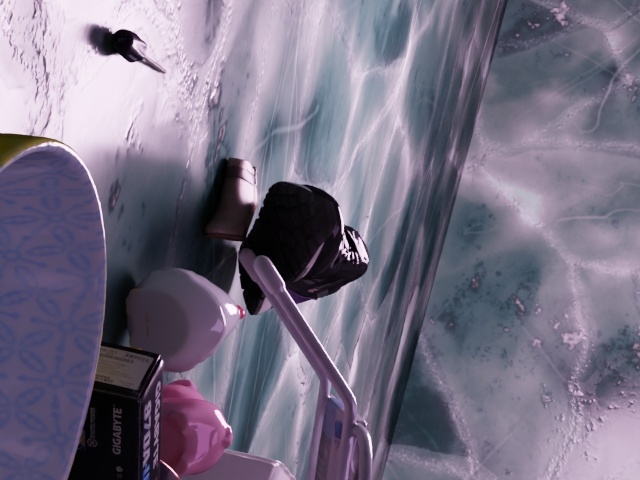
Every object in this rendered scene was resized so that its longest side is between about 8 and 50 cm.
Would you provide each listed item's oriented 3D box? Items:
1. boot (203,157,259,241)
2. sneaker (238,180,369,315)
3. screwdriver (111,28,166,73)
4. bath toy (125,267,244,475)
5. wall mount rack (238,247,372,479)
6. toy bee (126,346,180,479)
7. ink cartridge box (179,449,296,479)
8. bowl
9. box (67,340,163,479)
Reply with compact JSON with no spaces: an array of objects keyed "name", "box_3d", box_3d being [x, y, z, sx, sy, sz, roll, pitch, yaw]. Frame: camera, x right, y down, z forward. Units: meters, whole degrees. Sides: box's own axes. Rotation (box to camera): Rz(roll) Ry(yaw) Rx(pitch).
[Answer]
[{"name":"boot","box_3d":[-0.093,-0.043,1.775,0.118,0.042,0.087,11,85,-80]},{"name":"sneaker","box_3d":[0.000,0.000,1.819,0.283,0.124,0.107,136,-55,-69]},{"name":"screwdriver","box_3d":[-0.151,-0.152,1.427,0.025,0.024,0.170,-47,173,-2]},{"name":"bath toy","box_3d":[-0.133,0.195,1.592,0.129,0.151,0.348,-8,104,-58]},{"name":"wall mount rack","box_3d":[-0.028,0.168,1.674,0.350,0.130,0.304,-167,-96,-82]},{"name":"toy bee","box_3d":[-0.166,0.179,1.349,0.298,0.162,0.195,69,34,-70]},{"name":"ink cartridge box","box_3d":[-0.121,0.386,1.891,0.207,0.117,0.283,67,37,-70]},{"name":"bowl","box_3d":[-0.238,0.073,0.890,0.289,0.156,0.289,12,90,-79]},{"name":"box","box_3d":[-0.197,0.159,1.134,0.051,0.175,0.220,-66,164,-55]}]
